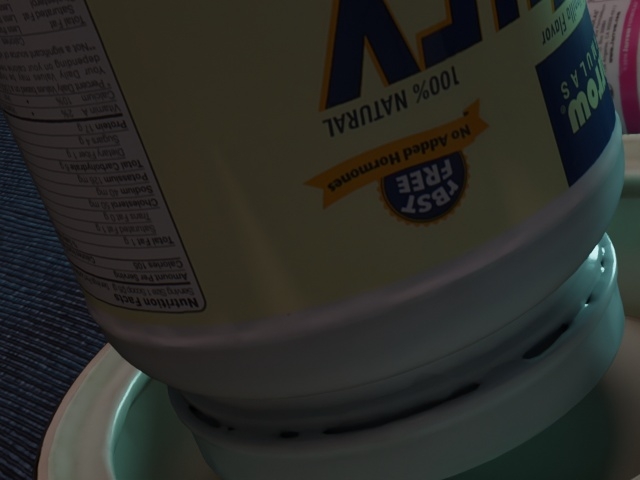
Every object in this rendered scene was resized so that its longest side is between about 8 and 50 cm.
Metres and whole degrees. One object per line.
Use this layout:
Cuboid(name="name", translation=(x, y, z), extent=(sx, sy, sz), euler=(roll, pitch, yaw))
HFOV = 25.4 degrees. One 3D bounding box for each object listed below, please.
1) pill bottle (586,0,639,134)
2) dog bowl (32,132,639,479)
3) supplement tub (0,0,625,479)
Cuboid(name="pill bottle", translation=(0.172, -0.116, 1.102), extent=(0.283, 0.160, 0.160), euler=(0, 30, 41))
Cuboid(name="dog bowl", translation=(0.077, 0.101, 0.695), extent=(0.408, 0.150, 0.408), euler=(-17, 23, 7))
Cuboid(name="supplement tub", translation=(-0.013, -0.085, 0.572), extent=(0.235, 0.325, 0.235), euler=(-17, 22, 7))
